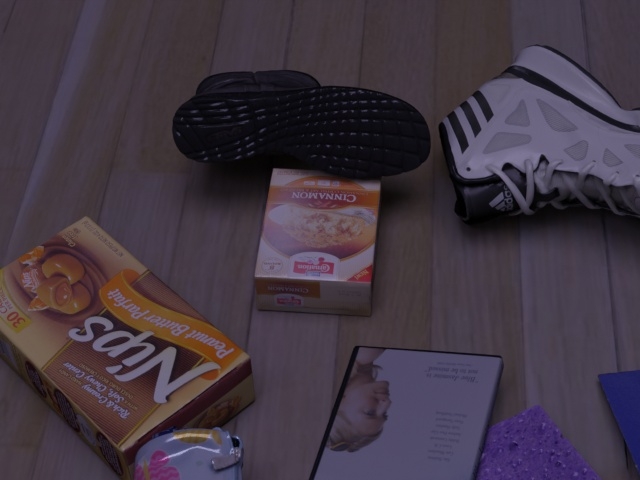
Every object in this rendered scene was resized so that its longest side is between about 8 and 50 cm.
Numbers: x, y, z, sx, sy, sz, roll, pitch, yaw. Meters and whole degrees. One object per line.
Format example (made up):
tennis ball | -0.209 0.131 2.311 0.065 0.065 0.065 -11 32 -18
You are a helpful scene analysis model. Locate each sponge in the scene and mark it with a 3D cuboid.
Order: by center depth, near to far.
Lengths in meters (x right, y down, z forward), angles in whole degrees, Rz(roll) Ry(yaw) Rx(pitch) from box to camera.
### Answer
sponge | 0.244 0.278 1.387 0.117 0.031 0.210 -23 51 -18

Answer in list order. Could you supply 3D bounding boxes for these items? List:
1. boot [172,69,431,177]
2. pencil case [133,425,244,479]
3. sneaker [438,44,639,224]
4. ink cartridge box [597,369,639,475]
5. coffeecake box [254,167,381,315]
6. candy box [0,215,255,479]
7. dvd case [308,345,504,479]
boot | -0.017 -0.176 1.722 0.338 0.118 0.222 8 21 5
pencil case | -0.118 0.322 1.312 0.124 0.113 0.273 -20 48 9
sneaker | 0.321 -0.059 1.627 0.257 0.169 0.447 -37 47 -16
ink cartridge box | 0.486 0.202 1.372 0.307 0.072 0.303 -4 35 -5
coffeecake box | 0.000 0.000 1.627 0.142 0.068 0.185 3 49 5
candy box | -0.247 0.122 1.518 0.183 0.087 0.316 -36 56 -26
dvd case | 0.089 0.222 1.429 0.180 0.022 0.253 3 47 21
